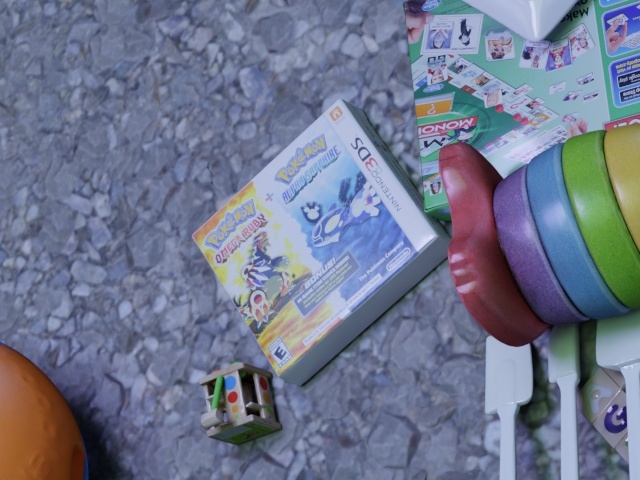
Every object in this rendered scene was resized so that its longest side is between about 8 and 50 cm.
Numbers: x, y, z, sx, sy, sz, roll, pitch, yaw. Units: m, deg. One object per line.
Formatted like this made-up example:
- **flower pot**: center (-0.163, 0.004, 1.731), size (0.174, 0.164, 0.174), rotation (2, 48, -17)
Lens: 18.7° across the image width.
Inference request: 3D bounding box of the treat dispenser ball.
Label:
- **treat dispenser ball**: center (-0.363, 0.226, 1.829), size (0.288, 0.288, 0.288), rotation (-10, 71, 29)

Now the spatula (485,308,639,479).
- **spatula**: center (0.209, 0.151, 1.616), size (0.168, 0.019, 0.242), rotation (-19, 45, 25)

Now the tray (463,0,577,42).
- **tray**: center (0.232, -0.309, 1.742), size (0.270, 0.030, 0.145), rotation (-49, 47, -2)

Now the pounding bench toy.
- **pounding bench toy**: center (-0.084, 0.146, 1.806), size (0.052, 0.083, 0.065), rotation (-22, 66, 25)

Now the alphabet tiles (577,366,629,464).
- **alphabet tiles**: center (0.323, 0.089, 1.572), size (0.237, 0.009, 0.198), rotation (-52, 32, 8)

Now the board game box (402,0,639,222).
- **board game box**: center (0.230, -0.157, 1.729), size (0.317, 0.046, 0.214), rotation (-15, 69, 27)

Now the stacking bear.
- **stacking bear**: center (0.264, -0.031, 1.594), size (0.289, 0.164, 0.175), rotation (-22, 46, 21)

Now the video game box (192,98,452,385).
- **video game box**: center (0.000, 0.000, 1.822), size (0.205, 0.048, 0.187), rotation (-42, 56, 14)
